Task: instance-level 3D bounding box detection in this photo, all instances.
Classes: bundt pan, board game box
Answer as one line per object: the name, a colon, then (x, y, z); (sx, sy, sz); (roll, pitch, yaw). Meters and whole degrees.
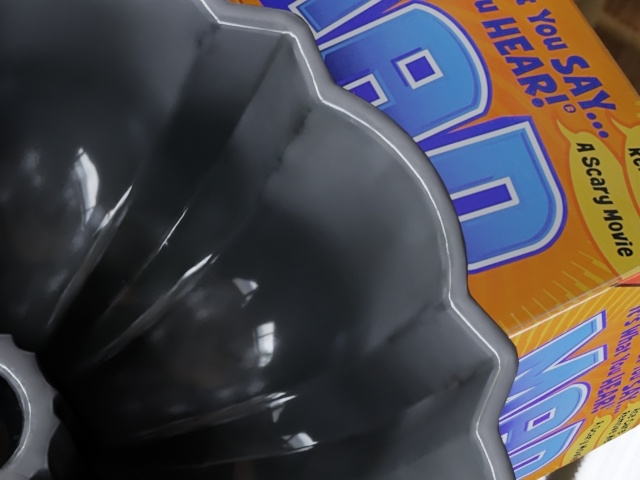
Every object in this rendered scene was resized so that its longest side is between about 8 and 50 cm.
bundt pan: (-0.111, 0.068, 0.447); (0.330, 0.124, 0.331); (5, -111, -13)
board game box: (0.000, 0.000, 0.996); (0.357, 0.356, 0.356); (61, 172, 24)
